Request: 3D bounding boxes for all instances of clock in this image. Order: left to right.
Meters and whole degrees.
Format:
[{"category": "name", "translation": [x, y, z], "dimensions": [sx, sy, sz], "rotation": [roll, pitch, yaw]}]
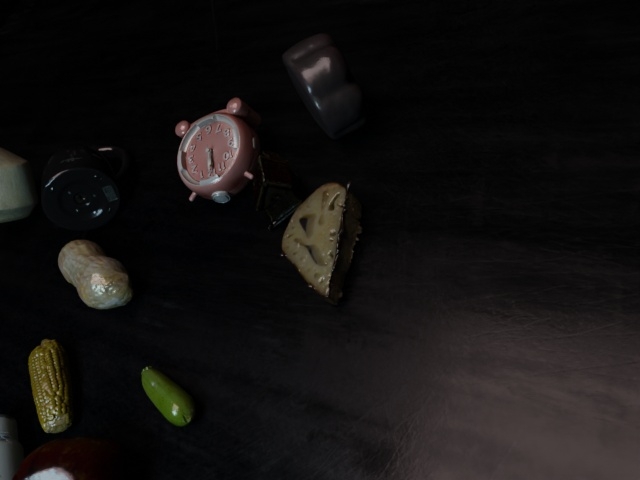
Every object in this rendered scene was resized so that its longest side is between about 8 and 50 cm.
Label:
[{"category": "clock", "translation": [-0.253, -0.208, 1.426], "dimensions": [0.227, 0.142, 0.242], "rotation": [-17, 65, 23]}]

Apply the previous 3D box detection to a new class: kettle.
[{"category": "kettle", "translation": [-0.701, -0.197, 1.673], "dimensions": [0.268, 0.208, 0.290], "rotation": [-18, 39, -14]}]

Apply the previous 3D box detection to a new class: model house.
[{"category": "model house", "translation": [-0.115, -0.139, 1.280], "dimensions": [0.106, 0.152, 0.166], "rotation": [-23, 54, 11]}]

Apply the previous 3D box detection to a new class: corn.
[{"category": "corn", "translation": [-0.663, 0.352, 1.361], "dimensions": [0.097, 0.097, 0.262], "rotation": [-37, 53, 7]}]

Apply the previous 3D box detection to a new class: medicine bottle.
[{"category": "medicine bottle", "translation": [-0.760, 0.543, 1.272], "dimensions": [0.143, 0.143, 0.258], "rotation": [-39, 51, 6]}]

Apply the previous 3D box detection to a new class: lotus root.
[{"category": "lotus root", "translation": [0.000, 0.000, 1.174], "dimensions": [0.170, 0.074, 0.261], "rotation": [5, 67, 35]}]

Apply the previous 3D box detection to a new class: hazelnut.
[{"category": "hazelnut", "translation": [-0.499, 0.505, 1.117], "dimensions": [0.233, 0.218, 0.218], "rotation": [-7, 57, 7]}]

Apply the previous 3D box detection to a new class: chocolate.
[{"category": "chocolate", "translation": [-0.596, 0.089, 1.452], "dimensions": [0.309, 0.134, 0.134], "rotation": [25, 78, 39]}]

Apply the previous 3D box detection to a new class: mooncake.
[{"category": "mooncake", "translation": [0.014, -0.355, 1.279], "dimensions": [0.133, 0.245, 0.245], "rotation": [-29, 51, 8]}]

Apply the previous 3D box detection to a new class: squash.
[{"category": "squash", "translation": [-0.332, 0.330, 1.189], "dimensions": [0.201, 0.066, 0.066], "rotation": [28, 79, 43]}]

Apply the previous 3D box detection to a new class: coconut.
[{"category": "coconut", "translation": [-1.074, -0.190, 1.820], "dimensions": [0.237, 0.237, 0.266], "rotation": [7, 111, 34]}]
